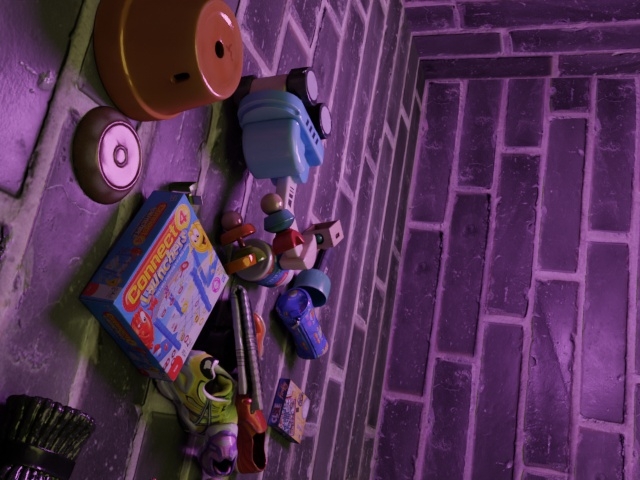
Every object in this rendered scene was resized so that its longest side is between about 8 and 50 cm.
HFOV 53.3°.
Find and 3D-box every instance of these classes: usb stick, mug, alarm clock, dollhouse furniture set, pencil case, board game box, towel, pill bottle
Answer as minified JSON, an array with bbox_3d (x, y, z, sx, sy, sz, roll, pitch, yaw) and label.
[{"bbox_3d":[-0.003,0.132,2.431,0.077,0.045,0.278,73,29,-45],"label":"usb stick"},{"bbox_3d":[-0.039,0.164,2.253,0.129,0.157,0.097,47,43,-31],"label":"mug"},{"bbox_3d":[-0.264,0.320,1.750,0.129,0.064,0.192,-1,98,-70],"label":"alarm clock"},{"bbox_3d":[-0.316,-0.067,1.537,0.076,0.058,0.152,-47,137,-59],"label":"dollhouse furniture set"},{"bbox_3d":[-0.060,0.297,2.198,0.306,0.119,0.133,71,7,-46],"label":"pencil case"},{"bbox_3d":[-0.106,0.603,2.245,0.243,0.042,0.165,63,37,-55],"label":"board game box"},{"bbox_3d":[-0.197,0.299,1.720,0.312,0.056,0.324,105,-25,-78],"label":"towel"},{"bbox_3d":[-0.349,0.102,1.417,0.302,0.086,0.308,71,33,-46],"label":"board game box"},{"bbox_3d":[-0.159,0.074,1.888,0.221,0.124,0.124,30,65,-67],"label":"pill bottle"}]

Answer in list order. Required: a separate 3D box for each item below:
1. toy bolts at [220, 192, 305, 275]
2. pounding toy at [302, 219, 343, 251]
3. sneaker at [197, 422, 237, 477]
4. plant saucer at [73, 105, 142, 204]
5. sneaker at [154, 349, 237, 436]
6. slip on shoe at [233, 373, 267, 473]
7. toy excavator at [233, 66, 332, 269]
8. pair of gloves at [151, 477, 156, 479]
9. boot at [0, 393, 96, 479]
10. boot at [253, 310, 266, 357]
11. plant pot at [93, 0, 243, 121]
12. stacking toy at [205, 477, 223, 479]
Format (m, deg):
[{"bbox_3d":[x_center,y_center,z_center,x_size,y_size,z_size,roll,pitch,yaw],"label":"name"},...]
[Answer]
[{"bbox_3d":[-0.178,-0.023,1.666,0.159,0.228,0.218,68,14,-1],"label":"toy bolts"},{"bbox_3d":[0.000,0.000,2.324,0.141,0.130,0.100,-43,121,-62],"label":"pounding toy"},{"bbox_3d":[-0.261,0.567,1.644,0.236,0.095,0.105,108,-28,-45],"label":"sneaker"},{"bbox_3d":[-0.416,-0.170,1.286,0.198,0.036,0.199,5,90,-69],"label":"plant saucer"},{"bbox_3d":[-0.277,0.401,1.602,0.385,0.147,0.145,68,32,-51],"label":"sneaker"},{"bbox_3d":[-0.205,0.533,1.887,0.123,0.101,0.331,-15,106,-67],"label":"slip on shoe"},{"bbox_3d":[-0.104,-0.192,1.792,0.433,0.222,0.445,60,34,-54],"label":"toy excavator"},{"bbox_3d":[-0.414,0.646,1.458,0.159,0.023,0.198,-35,127,-65],"label":"pair of gloves"},{"bbox_3d":[-0.506,0.366,0.994,0.348,0.131,0.260,71,35,-68],"label":"boot"},{"bbox_3d":[-0.207,0.293,1.903,0.084,0.059,0.158,-24,117,-62],"label":"boot"},{"bbox_3d":[-0.295,-0.396,1.329,0.291,0.203,0.291,4,90,-69],"label":"plant pot"},{"bbox_3d":[-0.310,0.787,1.621,0.141,0.141,0.330,75,31,-41],"label":"stacking toy"}]
